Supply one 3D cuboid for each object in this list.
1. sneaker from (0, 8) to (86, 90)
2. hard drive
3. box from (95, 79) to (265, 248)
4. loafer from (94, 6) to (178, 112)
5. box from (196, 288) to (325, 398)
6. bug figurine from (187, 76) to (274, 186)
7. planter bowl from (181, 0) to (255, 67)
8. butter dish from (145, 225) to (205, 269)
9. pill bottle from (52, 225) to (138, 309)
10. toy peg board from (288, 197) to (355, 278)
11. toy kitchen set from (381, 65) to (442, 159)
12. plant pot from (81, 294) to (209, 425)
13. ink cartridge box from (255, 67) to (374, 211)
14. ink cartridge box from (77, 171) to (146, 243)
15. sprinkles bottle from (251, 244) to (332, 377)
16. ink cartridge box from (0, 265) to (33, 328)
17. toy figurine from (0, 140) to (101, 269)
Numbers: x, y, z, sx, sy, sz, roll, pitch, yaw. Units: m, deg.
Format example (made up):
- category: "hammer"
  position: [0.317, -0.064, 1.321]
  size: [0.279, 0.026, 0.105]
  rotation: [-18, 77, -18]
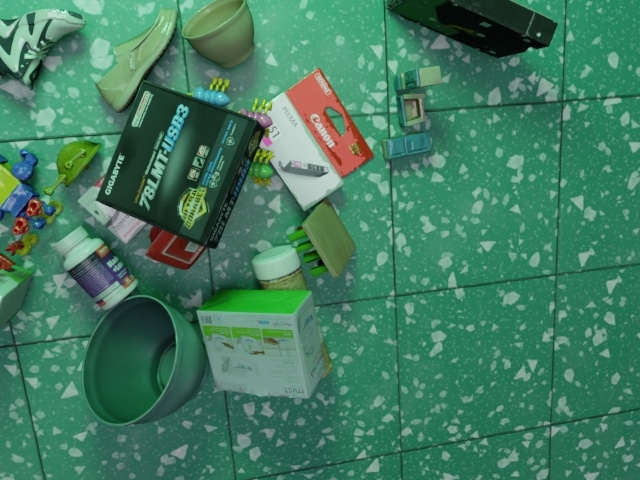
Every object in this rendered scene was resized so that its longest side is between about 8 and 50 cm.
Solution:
- category: "sneaker"
  position: [-0.619, -0.412, 1.161]
  size: [0.234, 0.094, 0.153]
  rotation: [-11, 106, -8]
- category: "hard drive"
  position: [0.342, -0.529, 1.243]
  size: [0.338, 0.237, 0.064]
  rotation: [16, 99, -13]
- category: "box"
  position: [-0.311, -0.168, 1.171]
  size: [0.293, 0.073, 0.296]
  rotation: [22, 89, 12]
- category: "loafer"
  position: [-0.414, -0.418, 1.194]
  size: [0.092, 0.102, 0.269]
  rotation: [33, 95, -22]
- category: "box"
  position: [-0.141, 0.250, 1.295]
  size: [0.261, 0.127, 0.231]
  rotation: [-2, 111, 22]
- category: "bug figurine"
  position: [-0.212, -0.233, 1.247]
  size: [0.216, 0.072, 0.279]
  rotation: [8, 111, 10]
- category: "planter bowl"
  position: [-0.216, -0.464, 1.205]
  size: [0.162, 0.162, 0.109]
  rotation: [-34, 133, -2]
- category: "butter dish"
  position: [-0.348, -0.028, 1.292]
  size: [0.160, 0.118, 0.160]
  rotation: [-52, 148, 4]
- category: "pill bottle"
  position: [-0.541, 0.063, 1.274]
  size: [0.108, 0.108, 0.194]
  rotation: [-37, 107, -1]
- category: "toy peg board"
  position: [0.000, 0.000, 1.359]
  size: [0.079, 0.161, 0.161]
  rotation: [-21, 109, 30]
- category: "toy kitchen set"
  position: [0.221, -0.308, 1.305]
  size: [0.122, 0.166, 0.207]
  rotation: [-13, 104, -8]
- category: "plant pot"
  position: [-0.393, 0.297, 1.280]
  size: [0.293, 0.293, 0.196]
  rotation: [-51, 145, 3]
- category: "ink cartridge box"
  position: [-0.022, -0.252, 1.329]
  size: [0.238, 0.060, 0.275]
  rotation: [-35, 106, 0]
- category: "ink cartridge box"
  position: [-0.481, -0.082, 1.276]
  size: [0.109, 0.063, 0.150]
  rotation: [-44, 106, 1]
- category: "sprinkles bottle"
  position: [-0.070, 0.194, 1.387]
  size: [0.121, 0.121, 0.356]
  rotation: [-19, 106, -6]
- category: "ink cartridge box"
  position: [-0.826, 0.099, 1.181]
  size: [0.272, 0.198, 0.115]
  rotation: [21, 99, -14]
- category: "toy figurine"
  position: [-0.687, -0.132, 1.169]
  size: [0.217, 0.191, 0.363]
  rotation: [38, 92, -11]
